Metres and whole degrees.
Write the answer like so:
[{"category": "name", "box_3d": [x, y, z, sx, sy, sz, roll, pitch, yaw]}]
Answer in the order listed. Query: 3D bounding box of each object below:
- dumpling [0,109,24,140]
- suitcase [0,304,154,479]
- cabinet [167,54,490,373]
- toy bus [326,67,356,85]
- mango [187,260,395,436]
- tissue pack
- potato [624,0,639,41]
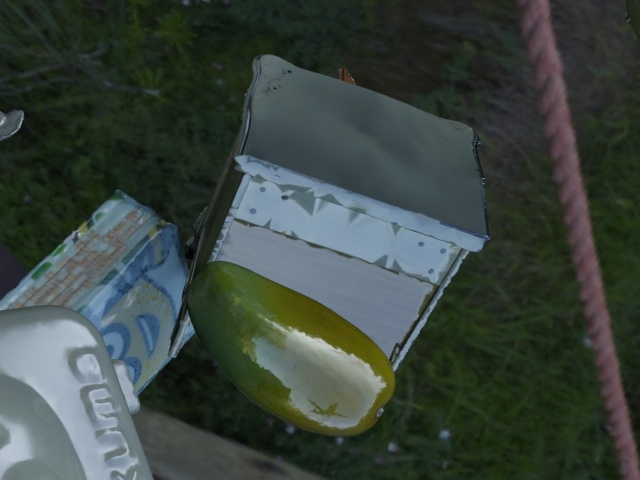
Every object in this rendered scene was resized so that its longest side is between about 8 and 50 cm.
[{"category": "dumpling", "box_3d": [-0.592, -0.138, 1.585, 0.332, 0.166, 0.086, -20, 108, -7]}, {"category": "suitcase", "box_3d": [-0.254, 0.222, 0.713, 0.339, 0.351, 0.194, -6, 151, -38]}, {"category": "cabinet", "box_3d": [0.000, 0.000, 1.331, 0.227, 0.290, 0.318, -86, -163, -51]}, {"category": "toy bus", "box_3d": [0.015, -0.145, 1.669, 0.093, 0.092, 0.409, 56, 17, -24]}, {"category": "mango", "box_3d": [-0.028, 0.089, 0.929, 0.092, 0.195, 0.130, -50, 178, 22]}, {"category": "tissue pack", "box_3d": [-0.295, 0.123, 1.383, 0.311, 0.128, 0.228, -48, 150, -29]}, {"category": "potato", "box_3d": [0.452, -0.287, 1.179, 0.219, 0.269, 0.359, -37, -177, 32]}]
